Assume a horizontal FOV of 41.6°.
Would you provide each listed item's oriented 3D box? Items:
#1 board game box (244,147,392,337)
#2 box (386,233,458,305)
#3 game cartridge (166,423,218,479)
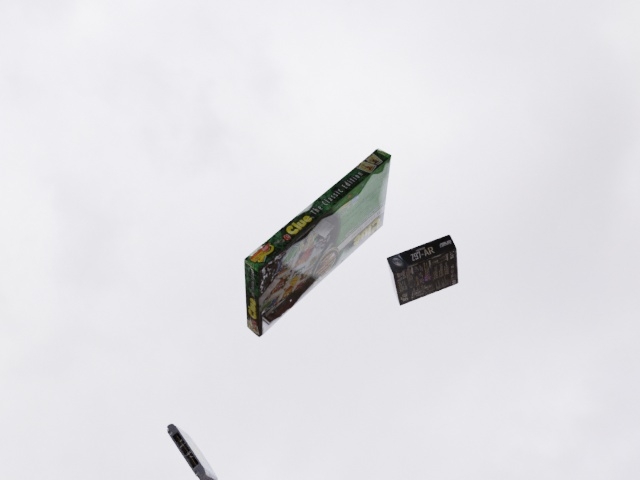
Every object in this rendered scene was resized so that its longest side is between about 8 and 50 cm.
[{"bbox_3d":[0.000,0.000,1.076,0.260,0.030,0.136,-41,-31,-33],"label":"board game box"},{"bbox_3d":[0.103,0.031,0.841,0.067,0.018,0.083,-21,-29,0],"label":"box"},{"bbox_3d":[-0.159,0.267,1.048,0.017,0.083,0.056,-36,-29,-10],"label":"game cartridge"}]
